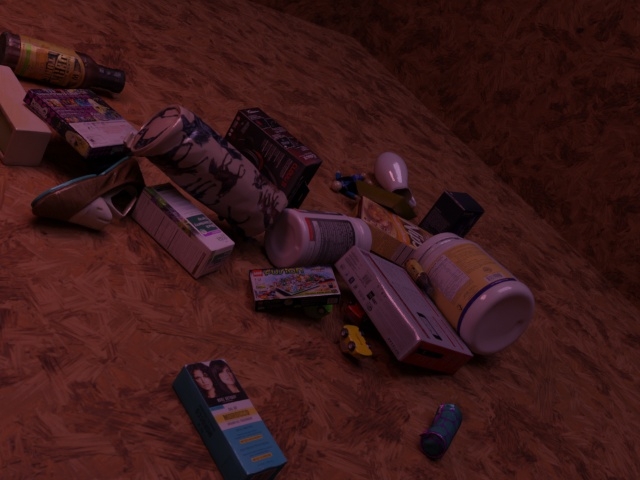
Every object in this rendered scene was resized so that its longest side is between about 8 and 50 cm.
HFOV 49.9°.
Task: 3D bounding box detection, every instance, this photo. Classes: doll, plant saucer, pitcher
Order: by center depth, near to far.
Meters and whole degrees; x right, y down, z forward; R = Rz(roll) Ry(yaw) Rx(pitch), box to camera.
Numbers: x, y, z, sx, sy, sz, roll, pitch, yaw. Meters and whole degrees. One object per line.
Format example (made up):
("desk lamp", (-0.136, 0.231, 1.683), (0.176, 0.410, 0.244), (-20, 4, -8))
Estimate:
("plant saucer", (0.217, -0.126, 2.339), (0.188, 0.045, 0.188), (23, -9, 28))
("doll", (0.100, -0.202, 2.435), (0.189, 0.046, 0.129), (-17, 66, -49))
("pitcher", (0.292, -0.226, 2.628), (0.178, 0.125, 0.207), (36, 29, -47))

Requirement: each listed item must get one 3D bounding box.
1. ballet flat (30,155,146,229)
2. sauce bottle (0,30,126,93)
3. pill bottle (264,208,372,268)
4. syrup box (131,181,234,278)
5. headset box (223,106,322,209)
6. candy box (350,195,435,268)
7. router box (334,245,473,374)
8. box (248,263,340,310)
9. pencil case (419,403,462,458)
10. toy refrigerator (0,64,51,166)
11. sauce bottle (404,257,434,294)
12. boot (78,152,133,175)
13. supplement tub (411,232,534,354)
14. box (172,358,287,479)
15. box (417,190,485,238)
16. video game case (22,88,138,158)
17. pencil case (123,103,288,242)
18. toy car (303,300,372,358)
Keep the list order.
("ballet flat", (-0.501, -0.094, 1.564), (0.124, 0.116, 0.342), (54, 25, -6))
("sauce bottle", (-0.720, -0.489, 1.932), (0.344, 0.111, 0.111), (5, 39, -41))
("pill bottle", (0.000, 0.000, 1.877), (0.283, 0.161, 0.161), (2, 41, -46))
("syrup box", (-0.327, -0.026, 1.633), (0.237, 0.096, 0.093), (41, 28, 15))
("headset box", (-0.150, -0.210, 1.990), (0.293, 0.218, 0.110), (41, 29, 12))
("candy box", (0.249, -0.005, 2.235), (0.316, 0.087, 0.183), (28, 27, -10))
("router box", (0.223, 0.188, 1.827), (0.301, 0.082, 0.335), (25, 25, -50))
("box", (-0.065, 0.113, 1.671), (0.207, 0.036, 0.114), (-4, 39, -13))
("pencil case", (0.278, 0.436, 1.585), (0.070, 0.064, 0.152), (54, 29, 3))
("toy refrigerator", (-0.741, -0.298, 1.613), (0.094, 0.102, 0.269), (-2, 45, -49))
("sauce bottle", (0.285, 0.102, 1.967), (0.042, 0.042, 0.128), (13, 29, -35))
("boot", (-0.523, -0.207, 1.759), (0.190, 0.069, 0.086), (-18, 71, -54))
("supplement tub", (0.429, 0.145, 1.998), (0.241, 0.241, 0.331), (13, 23, -35))
("box", (-0.169, 0.333, 1.265), (0.100, 0.060, 0.244), (0, 43, -48))
("box", (0.450, -0.064, 2.420), (0.153, 0.207, 0.108), (-1, 44, -48))
("video game case", (-0.565, -0.289, 1.672), (0.210, 0.042, 0.232), (42, 21, 5))
("pencil case", (-0.274, -0.162, 1.686), (0.410, 0.183, 0.160), (41, 29, -37))
("toy car", (0.032, 0.190, 1.726), (0.225, 0.053, 0.239), (30, 27, -7))
